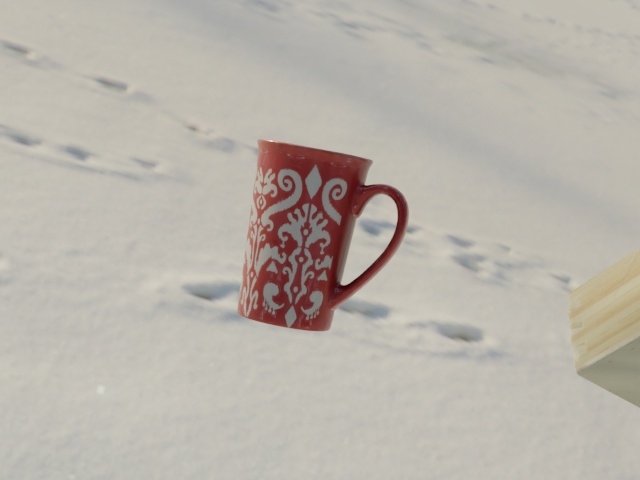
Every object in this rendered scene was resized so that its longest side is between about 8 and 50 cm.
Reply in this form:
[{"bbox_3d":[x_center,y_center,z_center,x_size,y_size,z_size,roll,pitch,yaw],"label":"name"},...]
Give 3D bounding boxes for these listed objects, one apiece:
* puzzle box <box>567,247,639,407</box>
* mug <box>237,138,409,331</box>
[{"bbox_3d":[0.348,0.000,0.491,0.272,0.409,0.052,29,43,-27],"label":"puzzle box"},{"bbox_3d":[-0.008,-0.001,1.093,0.113,0.169,0.150,9,4,-45],"label":"mug"}]
